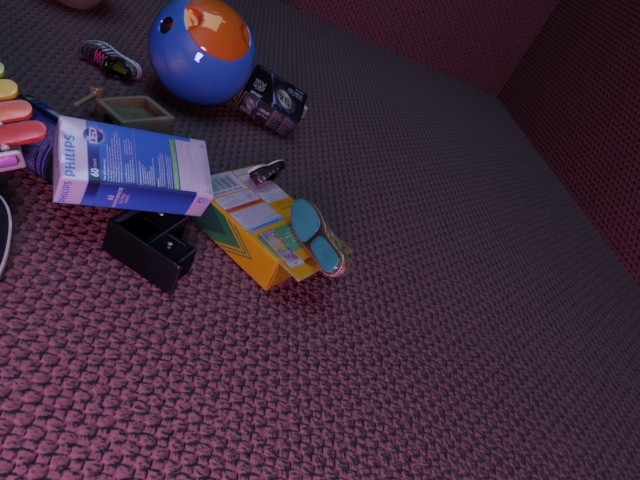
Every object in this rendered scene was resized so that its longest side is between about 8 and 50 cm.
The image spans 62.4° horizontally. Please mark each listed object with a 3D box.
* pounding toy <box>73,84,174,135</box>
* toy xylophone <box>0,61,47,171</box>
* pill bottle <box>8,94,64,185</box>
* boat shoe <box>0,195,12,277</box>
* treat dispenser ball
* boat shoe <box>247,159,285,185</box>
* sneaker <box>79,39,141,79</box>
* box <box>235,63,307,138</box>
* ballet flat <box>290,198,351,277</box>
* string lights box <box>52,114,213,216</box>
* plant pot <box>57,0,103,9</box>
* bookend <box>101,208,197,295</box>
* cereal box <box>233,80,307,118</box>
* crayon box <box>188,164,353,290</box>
[{"bbox_3d":[-0.469,-0.274,1.206,0.181,0.094,0.206,-19,46,-42],"label":"pounding toy"},{"bbox_3d":[-0.619,-0.218,0.884,0.236,0.081,0.323,-25,71,-28],"label":"toy xylophone"},{"bbox_3d":[-0.505,-0.174,1.012,0.219,0.123,0.123,33,34,7],"label":"pill bottle"},{"bbox_3d":[-0.550,0.049,0.660,0.186,0.156,0.500,20,33,-9],"label":"boat shoe"},{"bbox_3d":[-0.324,-0.518,1.450,0.287,0.288,0.288,19,35,-14],"label":"treat dispenser ball"},{"bbox_3d":[-0.116,-0.153,1.190,0.042,0.048,0.133,60,29,-3],"label":"boat shoe"},{"bbox_3d":[-0.572,-0.483,1.422,0.170,0.063,0.075,27,27,-11],"label":"sneaker"},{"bbox_3d":[-0.143,-0.414,1.573,0.180,0.077,0.148,28,48,-18],"label":"box"},{"bbox_3d":[0.000,0.000,1.064,0.067,0.073,0.206,32,24,-50],"label":"ballet flat"},{"bbox_3d":[-0.333,-0.129,0.950,0.259,0.076,0.134,5,59,-33],"label":"string lights box"},{"bbox_3d":[-0.759,-0.840,1.645,0.283,0.191,0.284,19,34,-13],"label":"plant pot"},{"bbox_3d":[-0.288,-0.001,0.985,0.157,0.072,0.156,33,34,6],"label":"bookend"},{"bbox_3d":[-0.179,-0.472,1.703,0.240,0.047,0.173,-2,46,-37],"label":"cereal box"},{"bbox_3d":[-0.114,-0.022,1.129,0.323,0.083,0.203,41,36,19],"label":"crayon box"}]
